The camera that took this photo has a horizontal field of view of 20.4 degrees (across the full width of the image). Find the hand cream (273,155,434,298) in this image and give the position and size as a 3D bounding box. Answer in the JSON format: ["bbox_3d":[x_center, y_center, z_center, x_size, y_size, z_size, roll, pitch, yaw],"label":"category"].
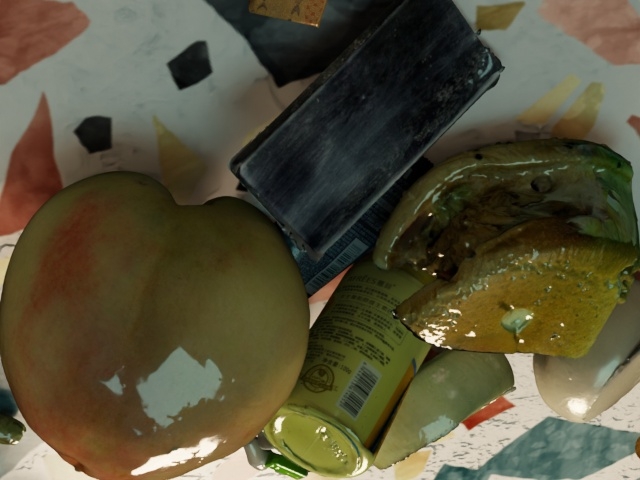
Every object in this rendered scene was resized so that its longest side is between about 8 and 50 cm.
[{"bbox_3d":[0.000,0.000,1.774,0.270,0.061,0.120,-39,135,15],"label":"hand cream"}]

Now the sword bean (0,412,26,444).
[{"bbox_3d":[-0.426,0.171,1.826,0.269,0.038,0.043,19,152,-33],"label":"sword bean"}]

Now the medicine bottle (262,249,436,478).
[{"bbox_3d":[0.040,0.117,1.783,0.124,0.239,0.124,21,143,17],"label":"medicine bottle"}]

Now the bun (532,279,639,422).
[{"bbox_3d":[0.296,0.108,1.927,0.173,0.120,0.173,-40,162,-16],"label":"bun"}]

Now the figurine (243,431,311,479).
[{"bbox_3d":[-0.054,0.173,1.882,0.192,0.147,0.126,-18,153,20],"label":"figurine"}]

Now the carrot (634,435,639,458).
[{"bbox_3d":[0.440,0.280,2.209,0.048,0.048,0.139,-33,137,17],"label":"carrot"}]

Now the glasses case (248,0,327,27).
[{"bbox_3d":[-0.010,-0.263,1.505,0.064,0.041,0.170,11,132,-12],"label":"glasses case"}]

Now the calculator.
[{"bbox_3d":[0.046,-0.113,1.629,0.261,0.021,0.161,-44,134,-3],"label":"calculator"}]

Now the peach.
[{"bbox_3d":[-0.157,0.084,1.643,0.292,0.292,0.247,6,176,-23],"label":"peach"}]

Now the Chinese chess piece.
[{"bbox_3d":[0.118,0.171,1.911,0.188,0.083,0.188,-33,173,-4],"label":"Chinese chess piece"}]

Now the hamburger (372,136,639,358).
[{"bbox_3d":[0.206,-0.003,1.742,0.288,0.167,0.192,5,129,-31],"label":"hamburger"}]
